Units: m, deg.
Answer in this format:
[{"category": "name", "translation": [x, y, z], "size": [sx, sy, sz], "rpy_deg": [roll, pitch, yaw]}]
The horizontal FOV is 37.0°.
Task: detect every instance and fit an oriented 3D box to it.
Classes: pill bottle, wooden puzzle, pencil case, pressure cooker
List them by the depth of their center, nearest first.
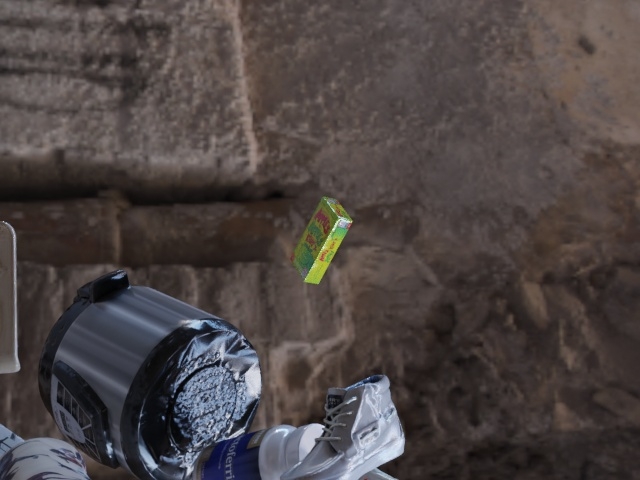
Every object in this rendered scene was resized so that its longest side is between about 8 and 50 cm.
[{"category": "pencil case", "translation": [-0.396, 0.406, 1.442], "size": [0.160, 0.183, 0.410], "rpy_deg": [-59, -160, -14]}, {"category": "pill bottle", "translation": [-0.098, 0.428, 1.779], "size": [0.264, 0.153, 0.153], "rpy_deg": [-22, -115, 34]}, {"category": "pressure cooker", "translation": [-0.381, 0.291, 2.033], "size": [0.420, 0.375, 0.370], "rpy_deg": [19, -101, 38]}, {"category": "wooden puzzle", "translation": [-0.832, 0.145, 2.262], "size": [0.080, 0.322, 0.348], "rpy_deg": [5, 79, -66]}]

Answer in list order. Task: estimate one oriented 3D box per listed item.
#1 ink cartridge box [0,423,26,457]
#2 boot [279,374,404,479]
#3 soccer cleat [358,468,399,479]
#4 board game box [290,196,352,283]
[{"category": "ink cartridge box", "translation": [-0.683, 0.475, 2.007], "size": [0.148, 0.203, 0.086], "rpy_deg": [-44, -164, 26]}, {"category": "boot", "translation": [0.018, 0.262, 1.298], "size": [0.095, 0.258, 0.123], "rpy_deg": [-11, -88, 36]}, {"category": "soccer cleat", "translation": [0.139, 0.547, 2.127], "size": [0.196, 0.076, 0.068], "rpy_deg": [32, -56, 56]}, {"category": "board game box", "translation": [0.000, 0.000, 2.220], "size": [0.181, 0.043, 0.092], "rpy_deg": [-62, -143, 24]}]
